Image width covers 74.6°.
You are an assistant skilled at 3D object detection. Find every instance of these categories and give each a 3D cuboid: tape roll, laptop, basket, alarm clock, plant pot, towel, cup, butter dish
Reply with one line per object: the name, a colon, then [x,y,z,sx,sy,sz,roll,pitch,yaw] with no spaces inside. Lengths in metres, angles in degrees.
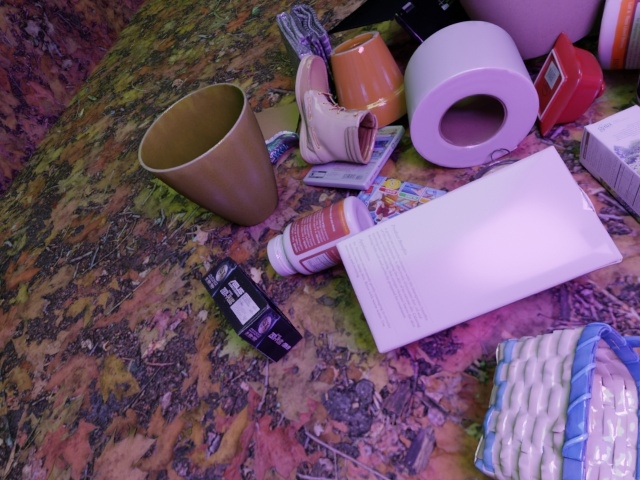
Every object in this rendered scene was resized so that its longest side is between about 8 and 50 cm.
tape roll: [0.303,-0.297,0.878,0.246,0.246,0.169,-13,52,19]
laptop: [0.310,-0.593,1.145,0.408,0.236,0.382,45,72,-2]
basket: [0.346,0.219,0.475,0.289,0.201,0.255,-17,42,58]
alarm clock: [0.366,-0.110,0.825,0.129,0.064,0.192,-8,56,22]
plant pot: [-0.229,-0.172,1.023,0.274,0.293,0.275,-13,51,17]
plant pot: [0.116,-0.407,1.063,0.205,0.188,0.205,-19,35,14]
towel: [-0.016,-0.524,1.222,0.121,0.235,0.284,-24,48,1]
cup: [0.474,-0.542,0.915,0.331,0.237,0.331,-22,23,10]
butter dish: [0.522,-0.316,0.866,0.118,0.160,0.160,5,56,2]

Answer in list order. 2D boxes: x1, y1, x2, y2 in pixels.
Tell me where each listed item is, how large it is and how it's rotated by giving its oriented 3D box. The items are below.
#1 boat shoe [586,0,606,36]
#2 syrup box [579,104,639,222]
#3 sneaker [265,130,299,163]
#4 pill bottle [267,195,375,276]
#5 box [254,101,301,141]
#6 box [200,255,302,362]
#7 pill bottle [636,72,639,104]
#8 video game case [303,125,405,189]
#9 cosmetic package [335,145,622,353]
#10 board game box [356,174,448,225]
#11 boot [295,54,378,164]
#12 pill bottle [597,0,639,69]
boat shoe: [0.699,-0.549,0.966,0.302,0.113,0.103,8,34,38]
syrup box: [0.556,-0.114,0.709,0.093,0.096,0.237,-23,48,8]
sneaker: [-0.131,-0.256,1.204,0.166,0.065,0.076,-17,66,19]
pill bottle: [0.000,0.000,0.882,0.216,0.121,0.121,-22,48,26]
box: [-0.152,-0.353,1.303,0.201,0.021,0.164,-8,53,22]
box: [-0.139,0.137,0.844,0.077,0.147,0.180,-43,47,-8]
pill bottle: [0.626,-0.297,0.697,0.153,0.265,0.153,-15,50,19]
video game case: [0.080,-0.209,1.049,0.212,0.023,0.193,12,61,46]
cosmetic package: [0.235,0.027,0.689,0.365,0.155,0.197,-23,75,9]
board game box: [0.165,-0.066,0.915,0.201,0.035,0.136,22,68,38]
boot: [0.038,-0.312,0.995,0.203,0.095,0.262,11,106,44]
pill bottle: [0.751,-0.431,0.760,0.392,0.224,0.224,14,63,33]
